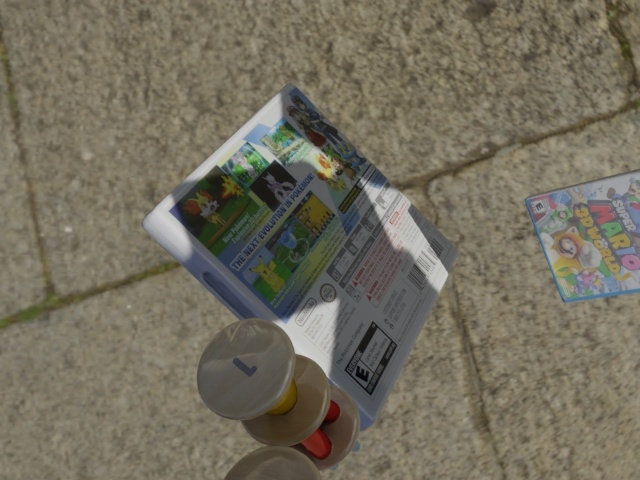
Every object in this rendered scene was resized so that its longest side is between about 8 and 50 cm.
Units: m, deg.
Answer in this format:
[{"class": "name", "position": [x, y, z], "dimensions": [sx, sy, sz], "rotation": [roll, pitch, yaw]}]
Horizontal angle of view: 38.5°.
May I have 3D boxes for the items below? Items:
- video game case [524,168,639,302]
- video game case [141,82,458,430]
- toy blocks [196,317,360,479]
[{"class": "video game case", "position": [0.290, -0.005, 0.892], "dimensions": [0.166, 0.015, 0.119], "rotation": [-14, 101, 46]}, {"class": "video game case", "position": [0.000, 0.000, 1.007], "dimensions": [0.300, 0.329, 0.036], "rotation": [45, 129, -7]}, {"class": "toy blocks", "position": [-0.005, 0.123, 0.486], "dimensions": [0.054, 0.148, 0.123], "rotation": [-21, 56, 11]}]
